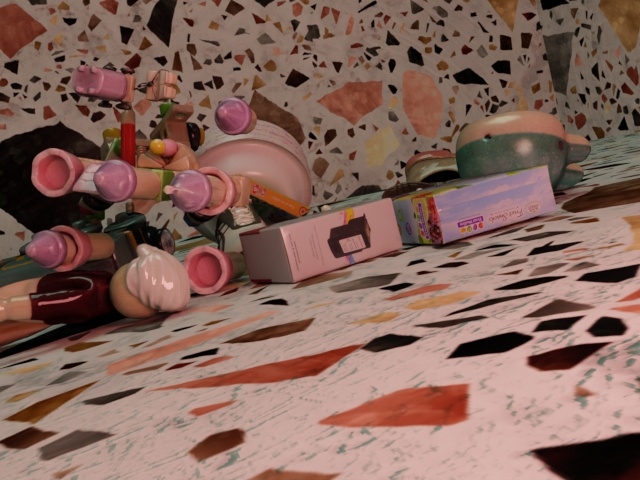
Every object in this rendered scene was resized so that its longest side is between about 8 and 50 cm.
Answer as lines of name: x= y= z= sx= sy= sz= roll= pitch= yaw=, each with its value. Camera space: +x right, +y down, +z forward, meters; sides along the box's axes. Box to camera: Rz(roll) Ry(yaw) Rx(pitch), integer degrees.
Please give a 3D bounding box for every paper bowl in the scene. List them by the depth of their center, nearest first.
paper bowl: x=-0.159 y=-0.104 z=1.623 sx=0.285 sy=0.284 sz=0.148 roll=-13 pitch=40 yaw=1

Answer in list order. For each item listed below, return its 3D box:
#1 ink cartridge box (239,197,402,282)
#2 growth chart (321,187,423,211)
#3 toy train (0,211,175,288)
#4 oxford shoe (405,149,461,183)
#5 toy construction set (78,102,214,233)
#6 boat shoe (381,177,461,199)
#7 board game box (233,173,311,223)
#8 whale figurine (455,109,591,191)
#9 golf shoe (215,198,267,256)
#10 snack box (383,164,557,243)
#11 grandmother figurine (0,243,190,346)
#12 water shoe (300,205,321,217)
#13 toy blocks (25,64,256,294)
ink cartridge box: x=0.000 y=0.000 z=1.014 sx=0.175 sy=0.072 sz=0.127 roll=-17 pitch=5 yaw=-30
growth chart: x=0.123 y=-0.045 z=1.270 sx=0.237 sy=0.021 sz=0.172 roll=-11 pitch=21 yaw=-27
toy train: x=-0.418 y=0.049 z=1.301 sx=0.334 sy=0.142 sz=0.190 roll=-12 pitch=14 yaw=16
oxford shoe: x=0.370 y=-0.150 z=1.750 sx=0.349 sy=0.123 sz=0.130 roll=-11 pitch=31 yaw=13
toy construction set: x=-0.312 y=-0.166 z=1.367 sx=0.258 sy=0.237 sz=0.309 roll=-3 pitch=-18 yaw=-8
boat shoe: x=0.219 y=-0.084 z=1.534 sx=0.190 sy=0.068 sz=0.072 roll=-3 pitch=-6 yaw=7
board game box: x=-0.080 y=-0.060 z=1.507 sx=0.260 sy=0.039 sz=0.124 roll=22 pitch=-13 yaw=-27
whale figurine: x=0.336 y=-0.110 z=1.245 sx=0.216 sy=0.141 sz=0.272 roll=-10 pitch=-18 yaw=37
golf shoe: x=-0.144 y=-0.016 z=1.354 sx=0.105 sy=0.120 sz=0.273 roll=-13 pitch=6 yaw=-18
snack box: x=0.191 y=-0.047 z=1.056 sx=0.175 sy=0.070 sz=0.207 roll=-15 pitch=6 yaw=-17
grandmother figurine: x=-0.323 y=0.075 z=0.925 sx=0.343 sy=0.104 sz=0.208 roll=-10 pitch=14 yaw=8
water shoe: x=-0.016 y=-0.005 z=1.286 sx=0.080 sy=0.073 sz=0.203 roll=-41 pitch=4 yaw=6
toy blocks: x=-0.252 y=-0.094 z=1.022 sx=0.289 sy=0.308 sz=0.260 roll=7 pitch=3 yaw=13
